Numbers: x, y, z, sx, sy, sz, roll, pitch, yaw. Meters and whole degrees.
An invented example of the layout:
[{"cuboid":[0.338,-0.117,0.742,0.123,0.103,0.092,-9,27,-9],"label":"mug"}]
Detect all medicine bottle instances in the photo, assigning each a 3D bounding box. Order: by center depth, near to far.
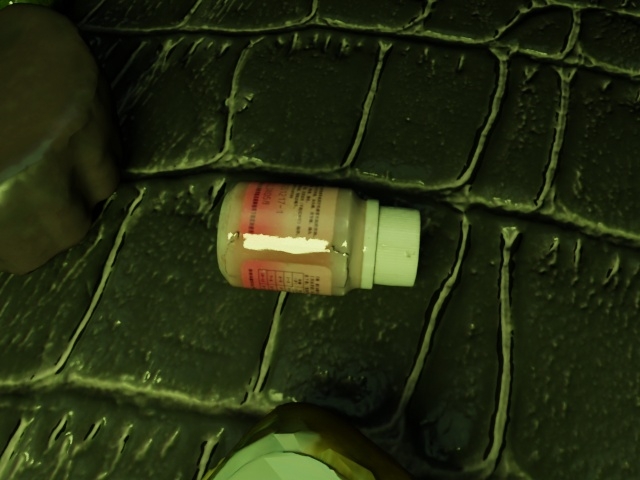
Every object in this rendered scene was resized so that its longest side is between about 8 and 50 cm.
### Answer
[{"cuboid":[0.000,0.000,0.822,0.247,0.147,0.147,5,55,3],"label":"medicine bottle"}]

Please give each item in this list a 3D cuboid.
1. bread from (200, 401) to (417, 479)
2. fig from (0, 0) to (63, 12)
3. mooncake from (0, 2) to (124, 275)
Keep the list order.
[{"cuboid":[0.022,0.328,0.519,0.395,0.264,0.239,37,58,25],"label":"bread"},{"cuboid":[-0.539,-0.446,1.157,0.203,0.203,0.235,18,17,13],"label":"fig"},{"cuboid":[-0.456,-0.118,0.863,0.381,0.212,0.351,-15,55,-5],"label":"mooncake"}]
